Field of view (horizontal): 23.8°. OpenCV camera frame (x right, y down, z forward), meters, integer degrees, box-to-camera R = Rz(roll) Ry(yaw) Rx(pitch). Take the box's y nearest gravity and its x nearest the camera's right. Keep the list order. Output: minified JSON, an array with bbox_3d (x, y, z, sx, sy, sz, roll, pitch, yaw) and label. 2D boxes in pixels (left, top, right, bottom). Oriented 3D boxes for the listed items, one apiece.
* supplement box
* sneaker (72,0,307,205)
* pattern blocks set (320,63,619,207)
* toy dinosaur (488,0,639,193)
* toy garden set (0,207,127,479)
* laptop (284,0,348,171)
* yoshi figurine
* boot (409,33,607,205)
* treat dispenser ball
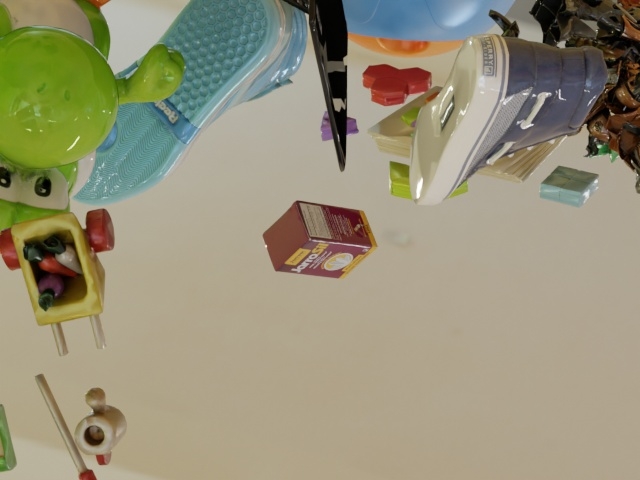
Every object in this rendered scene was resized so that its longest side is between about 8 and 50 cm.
[{"bbox_3d":[0.000,0.000,1.345,0.083,0.055,0.043,7,-128,-40],"label":"supplement box"},{"bbox_3d":[-0.134,-0.157,1.636,0.127,0.319,0.208,53,-160,3],"label":"sneaker"},{"bbox_3d":[0.158,-0.116,1.605,0.325,0.026,0.285,10,-147,20],"label":"pattern blocks set"},{"bbox_3d":[0.286,-0.177,1.524,0.218,0.164,0.322,7,-146,-21],"label":"toy dinosaur"},{"bbox_3d":[-0.215,0.097,0.955,0.204,0.244,0.049,-11,-174,7],"label":"toy garden set"},{"bbox_3d":[-0.056,-0.224,1.318,0.264,0.234,0.136,32,-110,21],"label":"laptop"},{"bbox_3d":[-0.224,-0.154,1.238,0.203,0.203,0.362,-13,-135,4],"label":"yoshi figurine"},{"bbox_3d":[0.117,-0.071,0.989,0.086,0.190,0.069,3,-109,-11],"label":"boot"},{"bbox_3d":[0.109,-0.360,1.794,0.288,0.288,0.288,12,-154,-6],"label":"treat dispenser ball"}]
